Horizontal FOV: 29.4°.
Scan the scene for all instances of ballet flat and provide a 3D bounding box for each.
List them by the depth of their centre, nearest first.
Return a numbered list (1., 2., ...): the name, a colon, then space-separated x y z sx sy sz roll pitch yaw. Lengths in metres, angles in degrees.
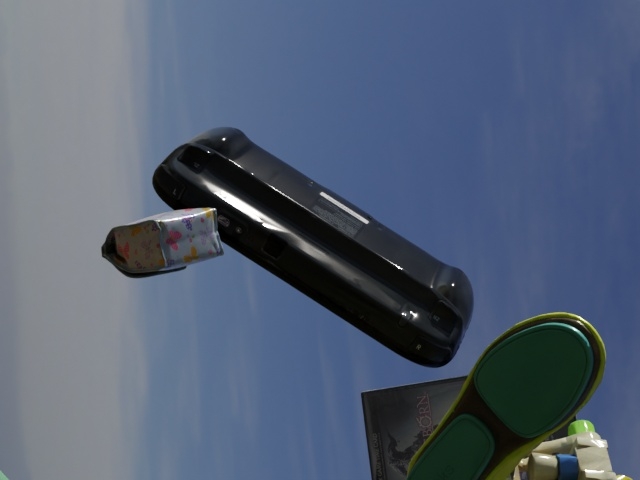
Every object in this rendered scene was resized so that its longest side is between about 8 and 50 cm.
1. ballet flat: 0.140 0.123 0.896 0.077 0.077 0.231 49 -51 19

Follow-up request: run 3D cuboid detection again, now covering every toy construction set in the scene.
1. toy construction set: 0.227 0.312 1.346 0.328 0.215 0.151 107 -13 -52

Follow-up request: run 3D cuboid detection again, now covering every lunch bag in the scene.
1. lunch bag: -0.135 0.003 1.037 0.083 0.071 0.053 -5 -84 42

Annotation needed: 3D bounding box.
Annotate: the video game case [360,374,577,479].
1. video game case: 0.199 0.270 1.579 0.026 0.274 0.196 71 11 -64

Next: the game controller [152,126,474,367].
1. game controller: 0.000 0.000 1.129 0.067 0.319 0.166 -58 176 19

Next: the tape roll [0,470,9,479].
1. tape roll: -0.220 0.145 0.368 0.077 0.321 0.321 -70 168 -57
